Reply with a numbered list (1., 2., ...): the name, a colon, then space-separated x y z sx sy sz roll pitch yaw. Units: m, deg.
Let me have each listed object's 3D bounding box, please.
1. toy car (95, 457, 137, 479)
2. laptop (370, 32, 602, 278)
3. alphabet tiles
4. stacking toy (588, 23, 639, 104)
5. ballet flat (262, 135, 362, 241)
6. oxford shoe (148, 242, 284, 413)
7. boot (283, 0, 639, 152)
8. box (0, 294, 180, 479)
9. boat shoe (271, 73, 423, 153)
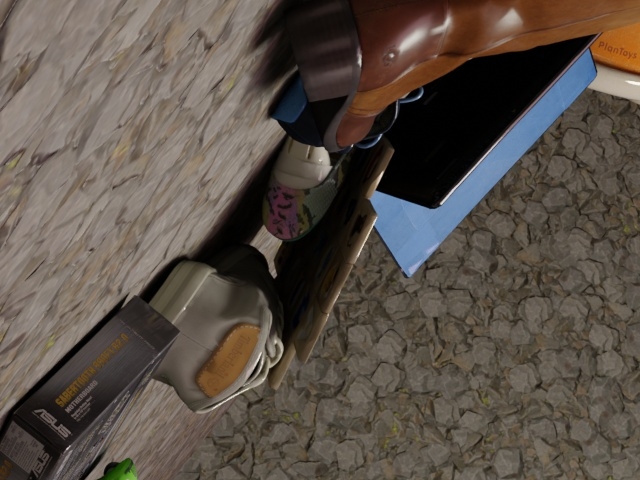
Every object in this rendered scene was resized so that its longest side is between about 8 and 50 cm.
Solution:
1. toy car: -0.256 0.291 1.514 0.225 0.053 0.239 -36 -171 14
2. laptop: 0.238 -0.131 1.840 0.382 0.236 0.408 -47 -158 -8
3. alphabet tiles: 0.000 0.000 1.726 0.285 0.011 0.342 -64 -168 12
4. stacking toy: 0.449 -0.462 2.228 0.350 0.350 0.480 -43 154 -66
5. ballet flat: 0.003 -0.101 1.619 0.221 0.077 0.079 -56 159 -29
6. oxford shoe: -0.101 0.097 1.662 0.169 0.130 0.449 -57 178 3
7. boot: 0.121 -0.165 1.248 0.280 0.096 0.264 -15 163 2
8. box: -0.230 0.176 1.399 0.183 0.056 0.231 -49 175 -46
9. boat shoe: 0.030 -0.127 1.499 0.109 0.089 0.258 -55 175 31
